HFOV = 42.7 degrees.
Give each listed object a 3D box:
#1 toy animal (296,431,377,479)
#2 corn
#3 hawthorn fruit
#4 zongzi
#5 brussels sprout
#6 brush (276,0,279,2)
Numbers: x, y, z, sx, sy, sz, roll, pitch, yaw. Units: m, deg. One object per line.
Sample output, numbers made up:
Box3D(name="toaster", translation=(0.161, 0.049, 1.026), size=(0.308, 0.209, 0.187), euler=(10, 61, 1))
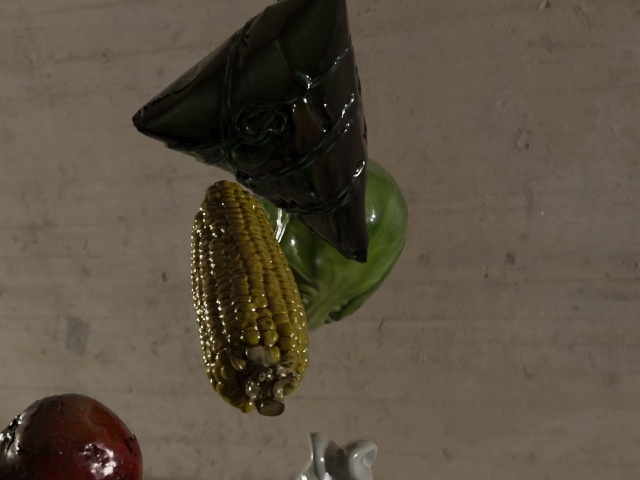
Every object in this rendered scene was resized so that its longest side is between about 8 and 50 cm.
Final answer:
Box3D(name="toy animal", translation=(0.000, 0.368, 1.065), size=(0.193, 0.357, 0.258), euler=(-6, -77, 7))
Box3D(name="corn", translation=(-0.083, 0.056, 0.903), size=(0.119, 0.322, 0.119), euler=(-8, -43, -8))
Box3D(name="hawthorn fruit", translation=(-0.305, 0.304, 1.037), size=(0.181, 0.181, 0.235), euler=(-27, -69, 25))
Box3D(name="zongzi", translation=(-0.049, -0.204, 1.182), size=(0.319, 0.362, 0.383), euler=(-27, -44, 12))
Box3D(name="brussels sprout", translation=(0.001, -0.001, 1.483), size=(0.289, 0.281, 0.355), euler=(41, -67, 42))
Box3D(name="brush", translation=(0.053, -0.458, 1.221), size=(0.312, 0.067, 0.072), euler=(-37, -111, 8))
